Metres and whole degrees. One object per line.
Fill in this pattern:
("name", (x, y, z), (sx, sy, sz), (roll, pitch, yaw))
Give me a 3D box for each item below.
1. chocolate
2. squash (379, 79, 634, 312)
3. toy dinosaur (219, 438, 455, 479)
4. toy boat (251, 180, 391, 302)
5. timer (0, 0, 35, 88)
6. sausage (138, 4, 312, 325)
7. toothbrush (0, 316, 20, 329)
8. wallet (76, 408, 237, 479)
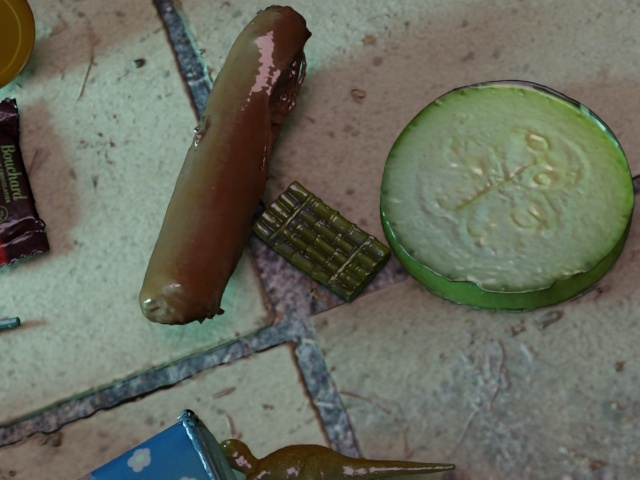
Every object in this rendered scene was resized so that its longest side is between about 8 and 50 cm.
("chocolate", (-0.304, -0.053, 1.130), (0.086, 0.028, 0.182), (-15, 59, -4))
("squash", (0.161, -0.041, 1.059), (0.219, 0.041, 0.219), (-2, 60, 3))
("toy dinosaur", (0.004, 0.174, 0.962), (0.162, 0.039, 0.126), (-32, 61, -11))
("toy boat", (0.000, 0.000, 1.066), (0.115, 0.016, 0.063), (35, 73, 24))
("timer", (-0.358, -0.228, 1.195), (0.132, 0.132, 0.152), (-28, 40, -7))
("sausage", (-0.080, -0.068, 1.077), (0.079, 0.087, 0.326), (27, 62, -18))
("toothbrush", (-0.341, 0.091, 1.067), (0.167, 0.011, 0.014), (-14, 66, 0))
("wallet", (-0.150, 0.233, 0.921), (0.202, 0.059, 0.141), (-31, 63, 1))
